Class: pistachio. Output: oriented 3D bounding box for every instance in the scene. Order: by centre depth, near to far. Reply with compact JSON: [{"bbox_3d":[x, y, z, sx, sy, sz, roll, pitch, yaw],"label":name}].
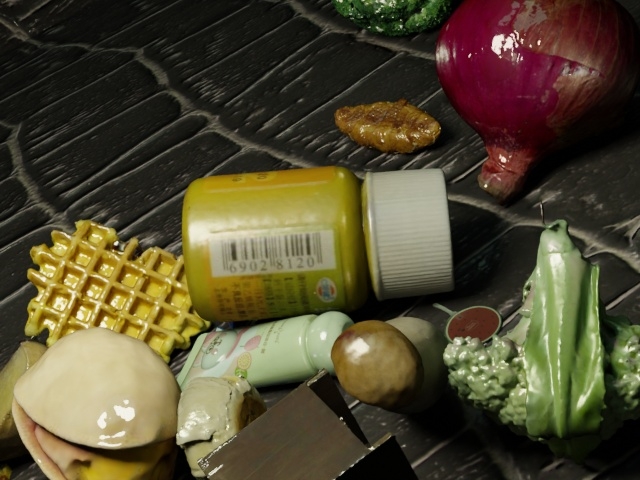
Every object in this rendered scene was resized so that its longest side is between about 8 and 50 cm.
[{"bbox_3d":[-0.302,0.243,1.504,0.230,0.230,0.309,-30,34,-9],"label":"pistachio"}]

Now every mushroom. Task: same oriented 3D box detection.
[{"bbox_3d":[0.096,0.155,1.354,0.128,0.128,0.350,-17,-11,11],"label":"mushroom"}]

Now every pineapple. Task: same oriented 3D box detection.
[{"bbox_3d":[-0.492,0.371,1.640,0.045,0.019,0.083,-15,36,9],"label":"pineapple"}]

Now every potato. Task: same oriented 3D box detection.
[{"bbox_3d":[-0.460,0.278,1.660,0.243,0.138,0.098,-49,47,5],"label":"potato"}]

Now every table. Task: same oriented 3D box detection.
[{"bbox_3d":[0.000,0.299,1.297,0.193,0.172,0.169,-37,36,-12],"label":"table"}]

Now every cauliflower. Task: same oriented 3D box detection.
[{"bbox_3d":[0.286,0.110,1.300,0.239,0.315,0.256,2,1,-43],"label":"cauliflower"}]

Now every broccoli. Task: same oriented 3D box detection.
[{"bbox_3d":[0.164,-0.581,2.367,0.308,0.275,0.307,5,39,-4],"label":"broccoli"}]

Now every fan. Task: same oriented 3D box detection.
[{"bbox_3d":[0.205,0.115,1.581,0.085,0.005,0.133,-36,36,-17],"label":"fan"}]

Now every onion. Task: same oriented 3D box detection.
[{"bbox_3d":[0.336,-0.242,1.779,0.348,0.348,0.385,13,83,43],"label":"onion"}]

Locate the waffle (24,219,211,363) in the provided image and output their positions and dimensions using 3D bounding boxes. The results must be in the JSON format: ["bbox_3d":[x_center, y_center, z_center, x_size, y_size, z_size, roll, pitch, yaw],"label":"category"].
[{"bbox_3d":[-0.329,0.081,1.758,0.309,0.065,0.283,-18,72,-19],"label":"waffle"}]

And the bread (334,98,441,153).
[{"bbox_3d":[0.131,-0.207,2.018,0.233,0.076,0.105,14,60,34],"label":"bread"}]

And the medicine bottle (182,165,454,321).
[{"bbox_3d":[0.000,0.000,1.633,0.385,0.224,0.224,-5,35,5],"label":"medicine bottle"}]

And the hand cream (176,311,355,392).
[{"bbox_3d":[-0.084,0.171,1.624,0.306,0.093,0.147,-14,35,31],"label":"hand cream"}]

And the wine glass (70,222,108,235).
[{"bbox_3d":[-0.401,0.075,1.907,0.126,0.126,0.241,-22,32,3],"label":"wine glass"}]

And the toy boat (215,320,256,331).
[{"bbox_3d":[-0.080,0.073,1.794,0.220,0.067,0.291,15,61,42],"label":"toy boat"}]

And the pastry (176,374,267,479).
[{"bbox_3d":[-0.125,0.257,1.451,0.088,0.165,0.166,-14,34,17],"label":"pastry"}]
